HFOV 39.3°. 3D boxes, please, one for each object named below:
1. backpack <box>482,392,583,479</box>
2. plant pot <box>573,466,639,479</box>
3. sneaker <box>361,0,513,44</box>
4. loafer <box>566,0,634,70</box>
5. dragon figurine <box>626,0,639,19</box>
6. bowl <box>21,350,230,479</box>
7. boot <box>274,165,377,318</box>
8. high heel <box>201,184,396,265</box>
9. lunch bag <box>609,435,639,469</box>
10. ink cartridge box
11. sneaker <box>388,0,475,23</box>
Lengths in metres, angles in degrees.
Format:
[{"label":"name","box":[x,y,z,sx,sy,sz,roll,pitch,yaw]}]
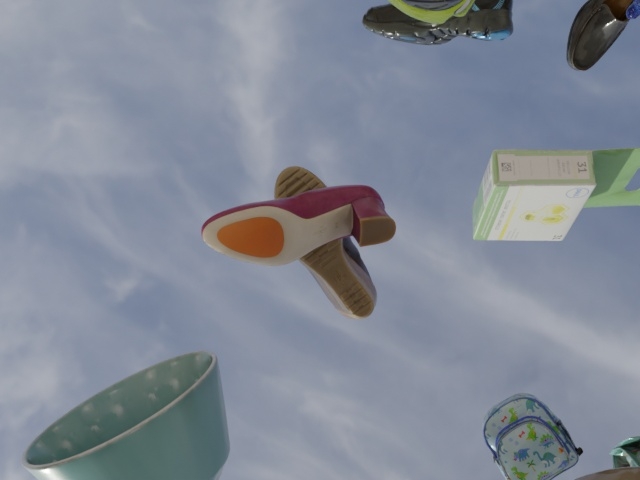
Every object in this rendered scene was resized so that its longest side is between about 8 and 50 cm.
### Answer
[{"label":"backpack","box":[0.270,0.262,1.172,0.105,0.084,0.114,-35,-98,10]},{"label":"plant pot","box":[0.242,0.332,0.647,0.323,0.323,0.280,3,-139,16]},{"label":"sneaker","box":[0.231,-0.460,1.756,0.340,0.125,0.140,8,-83,39]},{"label":"loafer","box":[0.385,-0.302,1.200,0.062,0.170,0.061,19,-156,-10]},{"label":"dragon figurine","box":[0.414,-0.323,0.861,0.085,0.289,0.144,33,-137,-6]},{"label":"bowl","box":[-0.256,0.307,1.316,0.311,0.163,0.311,-26,-170,5]},{"label":"boot","box":[0.000,0.000,1.322,0.090,0.207,0.248,-28,-80,-1]},{"label":"high heel","box":[-0.034,-0.033,1.114,0.244,0.082,0.117,-8,-151,-15]},{"label":"lunch bag","box":[0.558,0.364,1.299,0.223,0.160,0.262,-4,-168,5]},{"label":"ink cartridge box","box":[0.317,-0.055,1.115,0.235,0.171,0.056,1,-112,1]},{"label":"sneaker","box":[0.043,-0.340,1.020,0.299,0.121,0.111,17,-87,3]}]
